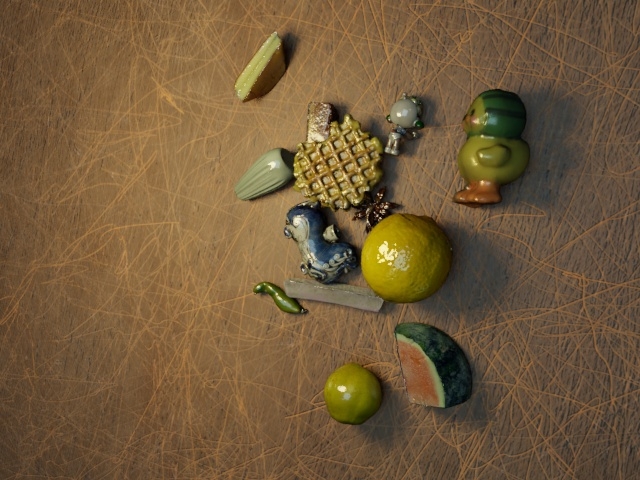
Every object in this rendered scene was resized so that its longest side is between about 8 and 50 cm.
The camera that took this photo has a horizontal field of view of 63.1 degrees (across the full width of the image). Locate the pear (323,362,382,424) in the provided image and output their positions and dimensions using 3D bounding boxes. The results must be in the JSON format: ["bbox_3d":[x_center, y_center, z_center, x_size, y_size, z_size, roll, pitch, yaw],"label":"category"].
[{"bbox_3d":[0.106,0.503,1.705,0.198,0.198,0.197,1,93,22],"label":"pear"}]

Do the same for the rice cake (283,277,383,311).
[{"bbox_3d":[0.044,0.179,1.773,0.366,0.056,0.072,6,114,20],"label":"rice cake"}]

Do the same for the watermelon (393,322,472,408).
[{"bbox_3d":[0.326,0.405,1.640,0.318,0.148,0.226,45,115,16],"label":"watermelon"}]

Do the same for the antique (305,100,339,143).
[{"bbox_3d":[0.005,-0.305,1.752,0.094,0.087,0.309,5,94,20],"label":"antique"}]

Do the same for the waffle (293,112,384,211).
[{"bbox_3d":[0.053,-0.243,1.672,0.282,0.058,0.300,38,95,2],"label":"waffle"}]

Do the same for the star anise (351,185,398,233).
[{"bbox_3d":[0.172,-0.106,1.711,0.168,0.057,0.167,0,91,15],"label":"star anise"}]

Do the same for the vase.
[{"bbox_3d":[-0.199,-0.221,1.825,0.248,0.128,0.128,-30,82,29],"label":"vase"}]

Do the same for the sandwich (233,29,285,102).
[{"bbox_3d":[-0.199,-0.596,1.816,0.258,0.096,0.094,-47,70,19],"label":"sandwich"}]

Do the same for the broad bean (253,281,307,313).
[{"bbox_3d":[-0.144,0.207,1.861,0.214,0.048,0.070,26,93,16],"label":"broad bean"}]

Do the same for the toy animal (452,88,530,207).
[{"bbox_3d":[0.500,-0.261,1.504,0.192,0.216,0.337,6,92,-5],"label":"toy animal"}]

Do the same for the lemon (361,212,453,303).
[{"bbox_3d":[0.258,0.053,1.573,0.294,0.293,0.292,1,93,22],"label":"lemon"}]

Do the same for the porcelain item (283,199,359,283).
[{"bbox_3d":[0.000,0.000,1.747,0.186,0.138,0.287,-24,85,17],"label":"porcelain item"}]

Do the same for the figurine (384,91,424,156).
[{"bbox_3d":[0.261,-0.365,1.647,0.147,0.094,0.196,26,111,41],"label":"figurine"}]
